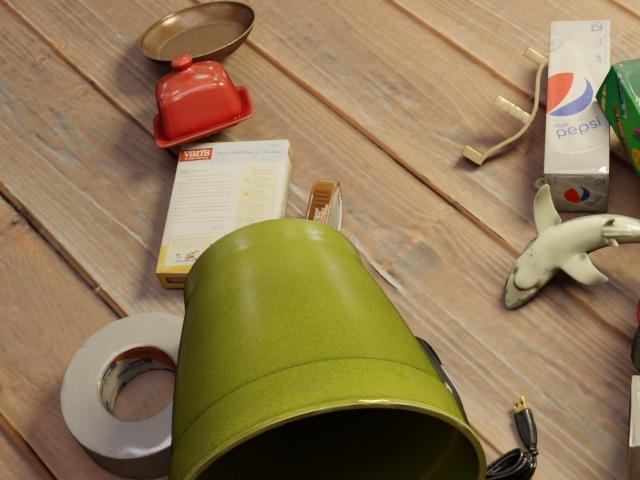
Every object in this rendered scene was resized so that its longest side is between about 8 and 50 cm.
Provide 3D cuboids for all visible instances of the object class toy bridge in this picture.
[{"bbox_3d":[0.281,-0.190,1.795,0.063,0.026,0.188,33,103,6],"label":"toy bridge"}]

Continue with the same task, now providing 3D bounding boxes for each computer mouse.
[{"bbox_3d":[0.171,0.211,1.587,0.184,0.060,0.262,-17,55,1],"label":"computer mouse"}]

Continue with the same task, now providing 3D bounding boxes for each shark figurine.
[{"bbox_3d":[0.387,0.005,1.661,0.278,0.116,0.166,-3,90,20],"label":"shark figurine"}]

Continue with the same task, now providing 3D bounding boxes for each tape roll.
[{"bbox_3d":[-0.236,0.208,1.669,0.219,0.072,0.219,-5,57,8],"label":"tape roll"}]

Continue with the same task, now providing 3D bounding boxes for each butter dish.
[{"bbox_3d":[-0.196,-0.230,1.904,0.160,0.118,0.160,-20,26,-1],"label":"butter dish"}]

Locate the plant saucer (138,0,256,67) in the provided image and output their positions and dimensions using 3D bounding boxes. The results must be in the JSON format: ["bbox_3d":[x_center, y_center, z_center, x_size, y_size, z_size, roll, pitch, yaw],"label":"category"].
[{"bbox_3d":[-0.198,-0.330,2.013,0.199,0.036,0.198,-10,36,7],"label":"plant saucer"}]

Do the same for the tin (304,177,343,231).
[{"bbox_3d":[0.000,0.000,1.738,0.040,0.106,0.189,7,59,8],"label":"tin"}]

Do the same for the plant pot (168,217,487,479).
[{"bbox_3d":[-0.025,0.172,1.498,0.366,0.366,0.353,-17,47,1],"label":"plant pot"}]

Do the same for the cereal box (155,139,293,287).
[{"bbox_3d":[-0.138,-0.042,1.828,0.173,0.047,0.240,-1,56,13],"label":"cereal box"}]

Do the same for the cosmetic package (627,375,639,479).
[{"bbox_3d":[0.488,0.230,1.468,0.238,0.127,0.107,1,57,15],"label":"cosmetic package"}]

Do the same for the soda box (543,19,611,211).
[{"bbox_3d":[0.373,-0.183,1.785,0.091,0.098,0.286,1,58,13],"label":"soda box"}]

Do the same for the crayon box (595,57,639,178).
[{"bbox_3d":[0.542,-0.180,1.699,0.278,0.081,0.165,-13,63,-18],"label":"crayon box"}]

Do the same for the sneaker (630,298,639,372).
[{"bbox_3d":[0.511,0.134,1.546,0.276,0.135,0.097,5,38,-12],"label":"sneaker"}]
